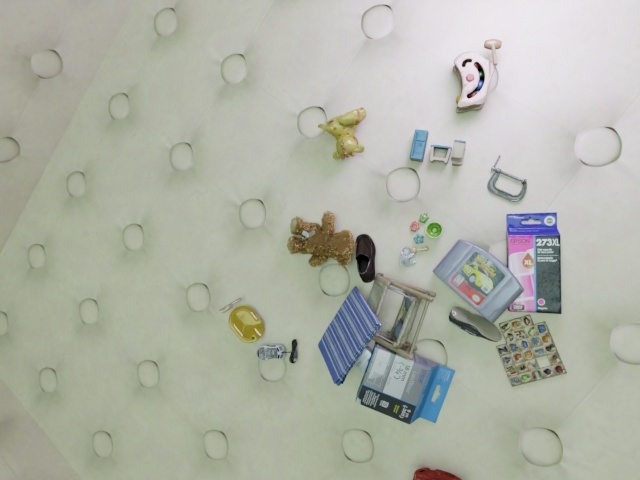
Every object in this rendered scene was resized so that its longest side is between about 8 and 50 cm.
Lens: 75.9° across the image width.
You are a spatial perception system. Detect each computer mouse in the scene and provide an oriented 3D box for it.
[{"bbox_3d":[-0.194,0.500,1.852,0.192,0.042,0.106,-3,93,13],"label":"computer mouse"}]

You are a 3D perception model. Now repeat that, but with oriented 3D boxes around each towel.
[{"bbox_3d":[0.109,0.386,1.660,0.336,0.040,0.243,-60,32,19],"label":"towel"}]

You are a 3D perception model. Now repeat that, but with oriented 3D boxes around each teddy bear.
[{"bbox_3d":[0.000,0.000,1.771,0.337,0.113,0.246,-7,80,26],"label":"teddy bear"}]

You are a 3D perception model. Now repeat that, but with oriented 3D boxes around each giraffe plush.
[{"bbox_3d":[0.108,-0.435,1.708,0.181,0.210,0.171,-3,115,49],"label":"giraffe plush"}]

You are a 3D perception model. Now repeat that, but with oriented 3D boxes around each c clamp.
[{"bbox_3d":[0.715,-0.229,1.563,0.160,0.022,0.137,35,100,17],"label":"c clamp"}]

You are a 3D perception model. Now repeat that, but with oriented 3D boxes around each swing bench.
[{"bbox_3d":[0.291,0.290,1.624,0.254,0.165,0.254,19,96,18],"label":"swing bench"}]

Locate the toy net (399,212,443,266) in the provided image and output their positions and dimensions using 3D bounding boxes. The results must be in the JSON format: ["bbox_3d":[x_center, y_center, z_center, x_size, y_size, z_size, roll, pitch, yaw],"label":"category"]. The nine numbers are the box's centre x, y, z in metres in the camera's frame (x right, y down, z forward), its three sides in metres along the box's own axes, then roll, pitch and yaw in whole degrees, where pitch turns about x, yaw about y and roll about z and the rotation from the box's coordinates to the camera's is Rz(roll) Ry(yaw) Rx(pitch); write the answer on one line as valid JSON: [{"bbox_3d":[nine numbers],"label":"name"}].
[{"bbox_3d":[0.385,0.004,1.659,0.122,0.045,0.232,41,102,15],"label":"toy net"}]

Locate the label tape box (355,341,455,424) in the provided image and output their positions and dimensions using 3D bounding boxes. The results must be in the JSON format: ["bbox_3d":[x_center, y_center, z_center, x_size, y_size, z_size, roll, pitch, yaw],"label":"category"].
[{"bbox_3d":[0.335,0.570,1.607,0.333,0.106,0.241,19,96,9],"label":"label tape box"}]

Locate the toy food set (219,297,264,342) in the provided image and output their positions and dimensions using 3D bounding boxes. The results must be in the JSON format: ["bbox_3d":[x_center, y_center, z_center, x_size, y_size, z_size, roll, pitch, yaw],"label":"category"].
[{"bbox_3d":[-0.351,0.374,1.898,0.128,0.071,0.218,-39,79,-10],"label":"toy food set"}]

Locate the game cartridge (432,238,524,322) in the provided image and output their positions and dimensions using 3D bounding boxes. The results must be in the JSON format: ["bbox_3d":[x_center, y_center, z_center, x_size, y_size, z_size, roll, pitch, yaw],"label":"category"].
[{"bbox_3d":[0.595,0.140,1.547,0.294,0.060,0.196,44,107,25],"label":"game cartridge"}]

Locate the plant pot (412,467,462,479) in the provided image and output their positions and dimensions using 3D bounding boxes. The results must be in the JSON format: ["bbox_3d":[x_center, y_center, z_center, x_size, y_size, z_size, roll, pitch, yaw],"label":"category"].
[{"bbox_3d":[0.434,1.026,1.525,0.272,0.272,0.265,8,83,19],"label":"plant pot"}]

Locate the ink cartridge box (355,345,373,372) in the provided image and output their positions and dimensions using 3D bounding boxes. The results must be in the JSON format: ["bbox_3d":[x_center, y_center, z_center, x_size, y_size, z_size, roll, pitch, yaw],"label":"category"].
[{"bbox_3d":[0.168,0.477,1.721,0.122,0.052,0.088,45,102,12],"label":"ink cartridge box"}]

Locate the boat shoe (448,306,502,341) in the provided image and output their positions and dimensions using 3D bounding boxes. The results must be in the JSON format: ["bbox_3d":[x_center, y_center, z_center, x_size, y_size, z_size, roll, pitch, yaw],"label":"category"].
[{"bbox_3d":[0.594,0.332,1.585,0.206,0.075,0.065,29,140,13],"label":"boat shoe"}]

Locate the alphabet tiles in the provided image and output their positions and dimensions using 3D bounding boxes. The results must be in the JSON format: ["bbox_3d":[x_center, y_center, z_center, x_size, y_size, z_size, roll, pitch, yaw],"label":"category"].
[{"bbox_3d":[0.773,0.409,1.540,0.198,0.009,0.238,-22,82,17],"label":"alphabet tiles"}]

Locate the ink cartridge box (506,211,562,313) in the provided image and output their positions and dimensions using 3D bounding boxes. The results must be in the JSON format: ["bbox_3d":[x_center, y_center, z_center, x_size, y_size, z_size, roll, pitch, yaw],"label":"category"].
[{"bbox_3d":[0.785,0.081,1.516,0.175,0.069,0.372,-1,86,19],"label":"ink cartridge box"}]

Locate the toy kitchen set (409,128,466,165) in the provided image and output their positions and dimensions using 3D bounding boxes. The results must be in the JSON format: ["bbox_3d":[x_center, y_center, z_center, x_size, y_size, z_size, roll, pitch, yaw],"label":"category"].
[{"bbox_3d":[0.452,-0.371,1.579,0.206,0.166,0.122,11,93,18],"label":"toy kitchen set"}]

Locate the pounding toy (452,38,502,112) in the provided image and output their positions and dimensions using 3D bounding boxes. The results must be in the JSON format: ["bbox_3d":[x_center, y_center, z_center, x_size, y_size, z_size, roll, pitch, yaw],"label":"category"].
[{"bbox_3d":[0.572,-0.633,1.549,0.154,0.155,0.270,15,94,14],"label":"pounding toy"}]

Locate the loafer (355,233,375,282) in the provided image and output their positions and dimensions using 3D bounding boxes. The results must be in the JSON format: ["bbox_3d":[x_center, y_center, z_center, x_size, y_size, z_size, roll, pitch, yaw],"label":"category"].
[{"bbox_3d":[0.183,0.060,1.679,0.080,0.078,0.220,-17,58,19],"label":"loafer"}]
